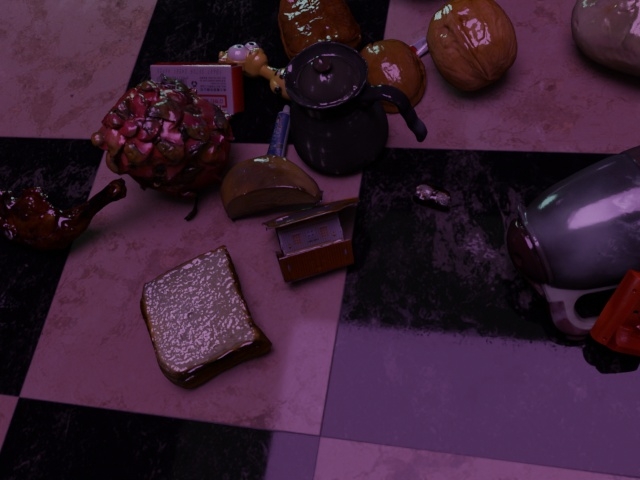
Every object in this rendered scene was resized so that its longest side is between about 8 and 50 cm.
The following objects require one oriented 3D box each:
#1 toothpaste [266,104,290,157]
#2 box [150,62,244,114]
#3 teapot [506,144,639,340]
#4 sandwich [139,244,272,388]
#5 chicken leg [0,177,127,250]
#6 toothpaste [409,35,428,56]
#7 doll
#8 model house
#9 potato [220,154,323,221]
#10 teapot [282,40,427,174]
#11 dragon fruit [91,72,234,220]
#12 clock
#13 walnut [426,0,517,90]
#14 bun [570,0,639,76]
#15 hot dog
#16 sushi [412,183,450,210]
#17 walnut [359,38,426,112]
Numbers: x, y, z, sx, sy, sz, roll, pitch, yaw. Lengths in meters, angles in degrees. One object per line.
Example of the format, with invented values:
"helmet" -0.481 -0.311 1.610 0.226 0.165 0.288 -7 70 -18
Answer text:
"toothpaste" -0.097 -0.237 1.672 0.057 0.035 0.197 1 65 24
"box" -0.305 -0.376 1.743 0.230 0.122 0.050 3 21 14
"teapot" 0.522 0.018 1.322 0.312 0.233 0.314 -21 89 8
"sandwich" -0.246 0.163 1.466 0.226 0.087 0.251 -26 58 -3
"chicken leg" -0.606 -0.058 1.634 0.407 0.096 0.157 -7 84 26
"toothpaste" 0.280 -0.495 1.726 0.190 0.031 0.048 -33 64 -1
"doll" -0.131 -0.421 1.746 0.291 0.086 0.117 33 44 25
"model house" 0.000 0.000 1.491 0.220 0.207 0.135 -15 97 -6
"potato" -0.117 -0.137 1.562 0.243 0.098 0.138 -10 57 22
"teapot" 0.048 -0.275 1.515 0.223 0.285 0.305 -38 61 -8
"dragon fruit" -0.357 -0.221 1.573 0.291 0.269 0.250 -1 49 -36
"clock" 0.569 0.130 1.249 0.113 0.155 0.061 12 28 -11
"walnut" 0.342 -0.450 1.605 0.193 0.193 0.225 -12 64 6
"bun" 0.732 -0.511 1.531 0.361 0.213 0.360 -4 61 8
"hot dog" -0.007 -0.535 1.758 0.196 0.122 0.272 -20 57 -1
"sushi" 0.243 -0.099 1.519 0.083 0.044 0.046 20 70 19
"walnut" 0.162 -0.407 1.669 0.167 0.087 0.211 -28 61 0
